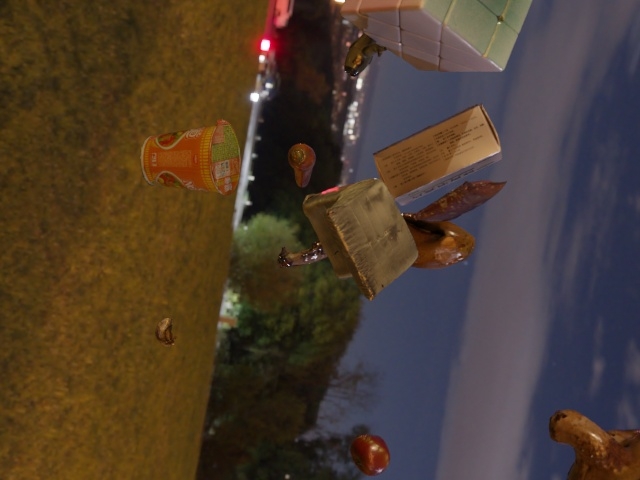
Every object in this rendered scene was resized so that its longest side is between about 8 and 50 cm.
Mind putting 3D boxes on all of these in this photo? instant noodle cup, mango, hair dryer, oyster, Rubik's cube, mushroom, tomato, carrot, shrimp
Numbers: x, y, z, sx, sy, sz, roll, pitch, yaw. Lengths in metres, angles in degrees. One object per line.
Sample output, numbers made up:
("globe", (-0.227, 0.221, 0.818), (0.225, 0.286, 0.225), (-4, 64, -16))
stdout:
("instant noodle cup", (-0.295, -0.182, 1.835), (0.168, 0.185, 0.168), (0, 90, -73))
("mango", (0.270, -0.001, 2.050), (0.156, 0.249, 0.151), (-45, 125, -38))
("hair dryer", (0.138, -0.508, 2.051), (0.199, 0.067, 0.167), (-18, -134, 64))
("oyster", (-0.408, 0.252, 2.209), (0.083, 0.081, 0.038), (-58, 147, -40))
("Rubik's cube", (0.298, -0.618, 1.992), (0.319, 0.322, 0.315), (16, -96, 54))
("mushroom", (0.602, 0.496, 1.695), (0.267, 0.255, 0.267), (-167, -90, -74))
("tomato", (0.106, 0.440, 1.686), (0.087, 0.075, 0.087), (49, -26, 35))
("carrot", (-0.039, -0.174, 1.856), (0.271, 0.062, 0.066), (86, -22, -86))
("shrimp", (0.000, 0.000, 1.953), (0.054, 0.222, 0.290), (65, -26, 12))

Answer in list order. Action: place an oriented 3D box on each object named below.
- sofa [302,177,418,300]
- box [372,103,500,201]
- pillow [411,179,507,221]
("sofa", (0.052, 0.002, 1.644), (0.176, 0.225, 0.210), (-37, 108, -35))
("box", (0.325, -0.230, 2.225), (0.145, 0.333, 0.173), (66, 11, 7))
("pillow", (0.288, -0.078, 1.704), (0.185, 0.118, 0.043), (-40, -123, 48))
